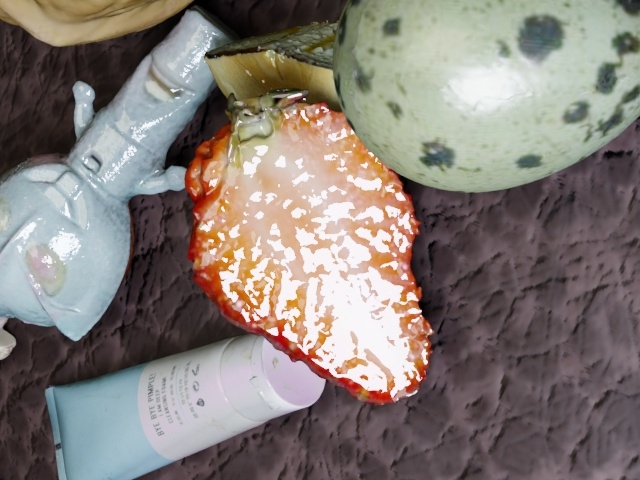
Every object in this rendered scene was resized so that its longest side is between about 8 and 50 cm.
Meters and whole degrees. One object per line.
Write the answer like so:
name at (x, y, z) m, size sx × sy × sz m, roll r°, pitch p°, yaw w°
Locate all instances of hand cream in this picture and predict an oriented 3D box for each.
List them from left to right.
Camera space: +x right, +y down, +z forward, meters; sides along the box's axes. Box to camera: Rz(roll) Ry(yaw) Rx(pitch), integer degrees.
hand cream at (-0.125, 0.142, 1.240) m, size 0.312 × 0.070 × 0.111 m, roll -22°, pitch 74°, yaw 43°

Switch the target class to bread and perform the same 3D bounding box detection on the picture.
bread at (-0.009, -0.117, 1.152) m, size 0.157 × 0.083 × 0.094 m, roll -6°, pitch 102°, yaw 44°

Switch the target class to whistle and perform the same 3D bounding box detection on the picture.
whistle at (-0.190, -0.047, 1.270) m, size 0.346 × 0.133 × 0.142 m, roll -50°, pitch 55°, yaw 12°

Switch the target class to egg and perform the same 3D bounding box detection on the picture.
egg at (0.118, -0.121, 0.996) m, size 0.228 × 0.177 × 0.177 m, roll -4°, pitch 83°, yaw 22°

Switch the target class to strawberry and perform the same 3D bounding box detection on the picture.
strawberry at (-0.007, 0.002, 1.122) m, size 0.175 × 0.107 × 0.236 m, roll -7°, pitch 98°, yaw 10°

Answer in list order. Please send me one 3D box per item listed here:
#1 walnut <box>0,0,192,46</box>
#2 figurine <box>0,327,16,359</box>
walnut at (-0.185, -0.315, 1.183) m, size 0.332 × 0.333 × 0.333 m, roll -5°, pitch 83°, yaw 38°
figurine at (-0.320, 0.092, 1.402) m, size 0.083 × 0.047 × 0.051 m, roll 41°, pitch 125°, yaw 26°
